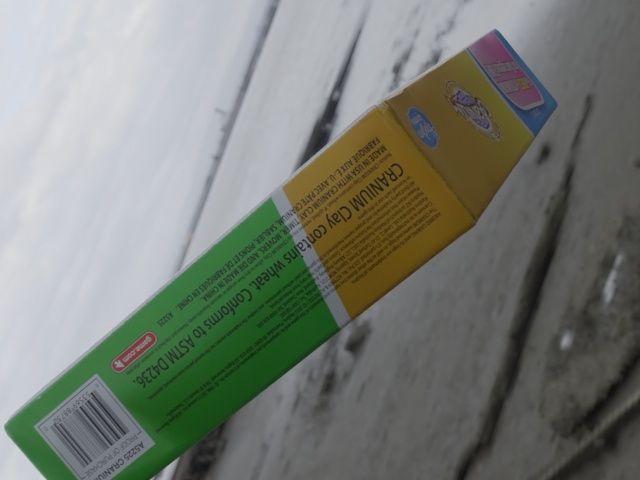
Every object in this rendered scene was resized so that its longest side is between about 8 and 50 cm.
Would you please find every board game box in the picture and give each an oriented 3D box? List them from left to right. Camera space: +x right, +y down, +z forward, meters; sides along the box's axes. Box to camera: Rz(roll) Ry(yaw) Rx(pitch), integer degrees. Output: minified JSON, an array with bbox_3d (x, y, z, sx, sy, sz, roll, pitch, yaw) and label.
[{"bbox_3d":[0.000,0.000,0.712,0.242,0.064,0.316,-39,1,22],"label":"board game box"}]
